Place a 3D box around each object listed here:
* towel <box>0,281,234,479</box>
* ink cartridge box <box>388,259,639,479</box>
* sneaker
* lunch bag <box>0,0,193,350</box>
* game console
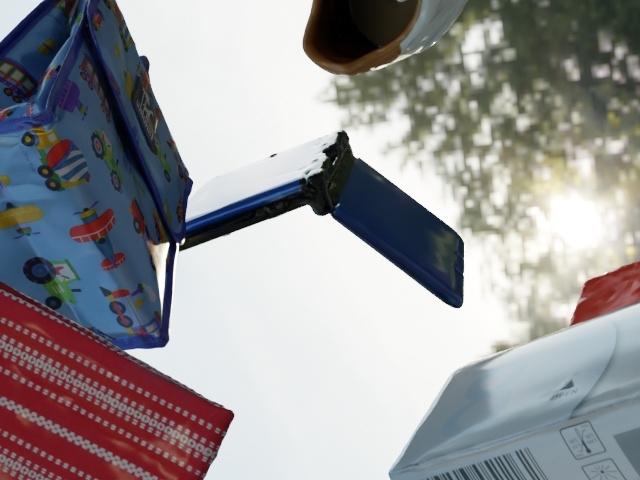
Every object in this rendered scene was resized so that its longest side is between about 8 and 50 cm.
[{"bbox_3d":[-0.199,0.175,0.930,0.275,0.199,0.031,-61,-5,-5],"label":"towel"},{"bbox_3d":[0.255,0.059,1.233,0.091,0.308,0.385,54,-141,-14],"label":"ink cartridge box"},{"bbox_3d":[0.071,-0.205,0.899,0.123,0.106,0.290,-39,-21,-48],"label":"sneaker"},{"bbox_3d":[-0.193,-0.071,1.317,0.293,0.138,0.221,-74,-34,-54],"label":"lunch bag"},{"bbox_3d":[0.000,0.000,1.614,0.293,0.250,0.173,-65,-46,-77],"label":"game console"}]
